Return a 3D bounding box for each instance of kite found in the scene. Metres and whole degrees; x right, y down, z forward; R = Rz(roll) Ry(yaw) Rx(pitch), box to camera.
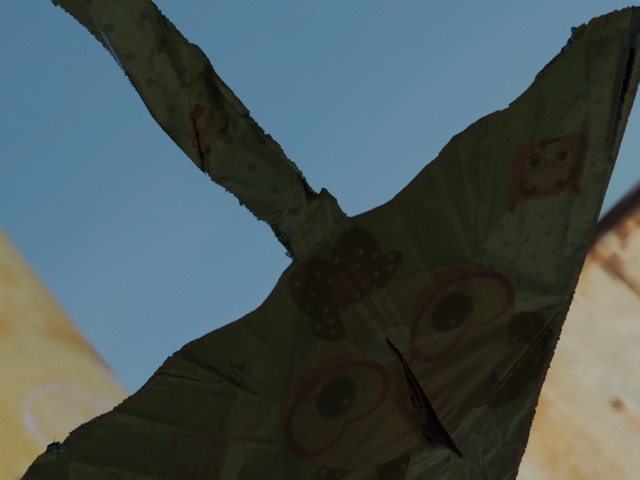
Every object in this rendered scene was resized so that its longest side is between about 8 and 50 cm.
[{"bbox_3d":[0.001,0.001,0.486,0.229,0.012,0.250,-41,-51,-4],"label":"kite"}]
